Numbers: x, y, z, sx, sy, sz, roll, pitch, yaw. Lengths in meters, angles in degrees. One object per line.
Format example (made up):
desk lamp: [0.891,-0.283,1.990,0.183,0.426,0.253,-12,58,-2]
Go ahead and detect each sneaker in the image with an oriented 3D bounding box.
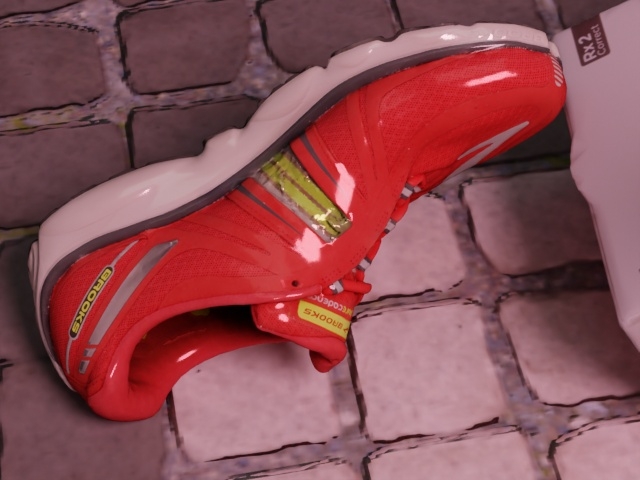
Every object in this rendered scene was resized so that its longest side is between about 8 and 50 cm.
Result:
sneaker: [0.000,0.000,0.778,0.279,0.107,0.118,-29,61,7]

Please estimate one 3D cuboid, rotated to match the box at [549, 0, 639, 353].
box: [0.220,-0.035,0.762,0.182,0.119,0.181,-24,47,19]
